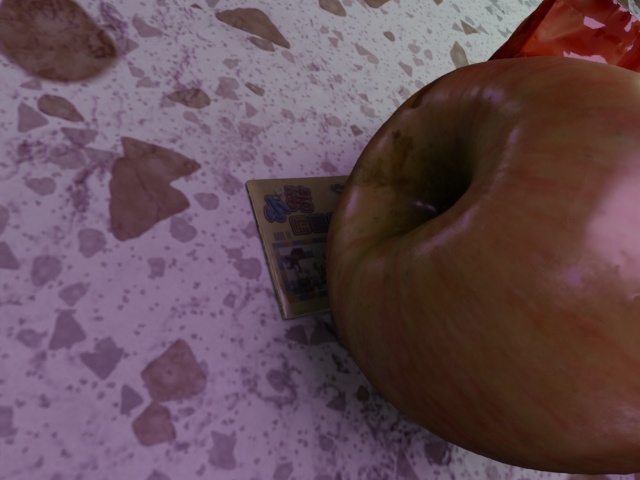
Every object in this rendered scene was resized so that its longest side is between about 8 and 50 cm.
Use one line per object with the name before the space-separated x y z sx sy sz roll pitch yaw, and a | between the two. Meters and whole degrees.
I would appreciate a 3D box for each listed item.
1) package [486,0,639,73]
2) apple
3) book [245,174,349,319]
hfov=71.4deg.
package | 0.297 -0.185 0.654 0.196 0.423 0.123 33 83 -4
apple | 0.207 0.026 0.452 0.347 0.391 0.391 29 55 -24
book | 0.000 0.000 0.598 0.168 0.013 0.192 -7 69 -31
